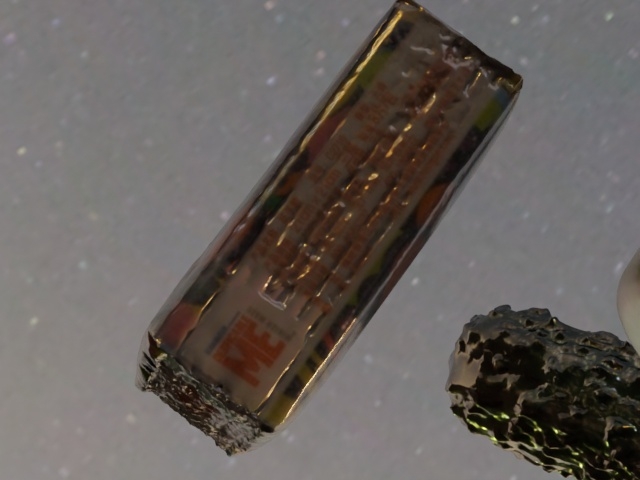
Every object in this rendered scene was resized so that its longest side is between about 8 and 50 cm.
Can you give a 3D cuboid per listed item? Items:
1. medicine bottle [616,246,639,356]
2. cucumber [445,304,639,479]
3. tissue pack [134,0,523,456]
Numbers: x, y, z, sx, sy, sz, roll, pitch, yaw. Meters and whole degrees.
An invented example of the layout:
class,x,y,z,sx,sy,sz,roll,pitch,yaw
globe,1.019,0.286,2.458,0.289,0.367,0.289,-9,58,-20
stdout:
class,x,y,z,sx,sy,sz,roll,pitch,yaw
medicine bottle,0.257,-0.052,0.559,0.202,0.316,0.202,34,-10,7
cucumber,0.187,0.099,0.960,0.359,0.096,0.096,18,-52,47
tissue pack,0.000,0.000,0.626,0.060,0.148,0.108,35,-15,1
